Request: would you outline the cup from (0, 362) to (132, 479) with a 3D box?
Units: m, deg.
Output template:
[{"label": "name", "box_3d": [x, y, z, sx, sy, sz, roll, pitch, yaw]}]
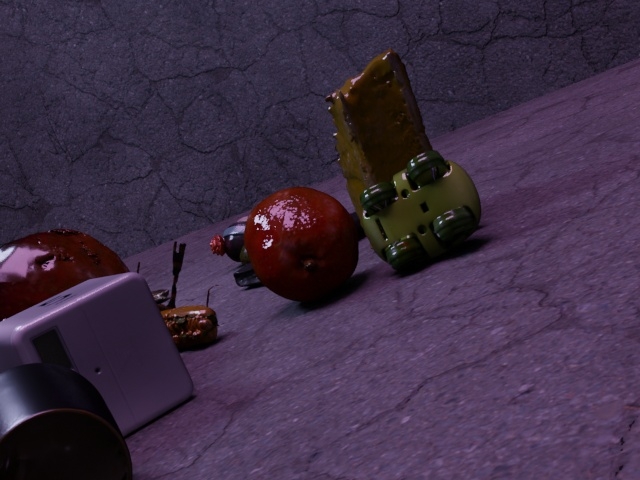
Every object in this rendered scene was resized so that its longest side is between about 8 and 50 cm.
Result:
[{"label": "cup", "box_3d": [-0.290, 0.258, 0.957, 0.166, 0.239, 0.177, 19, -5, -25]}]

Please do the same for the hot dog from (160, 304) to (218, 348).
[{"label": "hot dog", "box_3d": [-0.243, 0.151, 1.617, 0.055, 0.072, 0.188, -2, -9, -44]}]

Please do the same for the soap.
[{"label": "soap", "box_3d": [0.108, -0.163, 1.734, 0.169, 0.339, 0.304, -23, 9, -10]}]

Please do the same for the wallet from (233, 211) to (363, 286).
[{"label": "wallet", "box_3d": [0.000, 0.000, 2.015, 0.377, 0.051, 0.197, -29, 7, -40]}]

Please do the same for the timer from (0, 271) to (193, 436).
[{"label": "timer", "box_3d": [-0.321, 0.168, 1.292, 0.194, 0.192, 0.195, -28, 9, -29]}]

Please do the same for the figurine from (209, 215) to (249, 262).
[{"label": "figurine", "box_3d": [-0.172, -0.010, 2.391, 0.138, 0.110, 0.245, -22, 3, 23]}]

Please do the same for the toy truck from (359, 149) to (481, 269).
[{"label": "toy truck", "box_3d": [0.165, -0.037, 1.514, 0.187, 0.148, 0.210, -26, -13, 6]}]

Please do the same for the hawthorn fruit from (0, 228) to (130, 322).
[{"label": "hawthorn fruit", "box_3d": [-0.433, 0.128, 1.504, 0.316, 0.316, 0.316, -23, 8, 3]}]

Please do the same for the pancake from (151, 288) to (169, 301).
[{"label": "pancake", "box_3d": [-0.483, 0.185, 2.245, 0.286, 0.033, 0.288, -26, 9, -29]}]

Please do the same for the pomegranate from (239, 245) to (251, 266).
[{"label": "pomegranate", "box_3d": [-0.151, 0.040, 2.152, 0.073, 0.073, 0.084, -29, -26, -34]}]

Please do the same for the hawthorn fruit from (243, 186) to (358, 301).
[{"label": "hawthorn fruit", "box_3d": [-0.026, 0.014, 1.534, 0.196, 0.197, 0.225, -23, 17, 1]}]

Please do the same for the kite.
[{"label": "kite", "box_3d": [-0.261, 0.104, 1.664, 0.198, 0.244, 0.006, 17, 33, -4]}]
